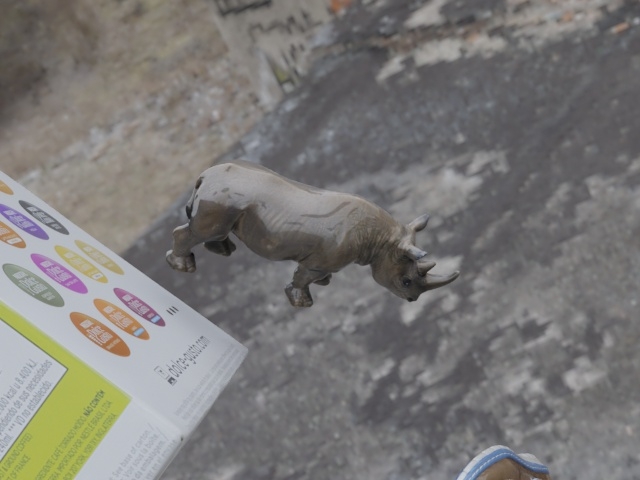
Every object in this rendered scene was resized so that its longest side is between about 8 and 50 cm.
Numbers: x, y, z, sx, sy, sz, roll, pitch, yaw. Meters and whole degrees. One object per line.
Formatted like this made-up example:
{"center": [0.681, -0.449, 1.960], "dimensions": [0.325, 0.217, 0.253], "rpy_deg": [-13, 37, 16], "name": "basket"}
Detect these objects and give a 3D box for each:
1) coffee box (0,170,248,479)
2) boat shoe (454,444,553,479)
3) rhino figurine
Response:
{"center": [-0.303, 0.147, 1.032], "dimensions": [0.338, 0.334, 0.337], "rpy_deg": [-54, -1, 6], "name": "coffee box"}
{"center": [0.149, 0.199, 1.012], "dimensions": [0.066, 0.183, 0.066], "rpy_deg": [41, 106, 26], "name": "boat shoe"}
{"center": [0.000, 0.000, 1.113], "dimensions": [0.243, 0.106, 0.073], "rpy_deg": [15, 35, -4], "name": "rhino figurine"}
